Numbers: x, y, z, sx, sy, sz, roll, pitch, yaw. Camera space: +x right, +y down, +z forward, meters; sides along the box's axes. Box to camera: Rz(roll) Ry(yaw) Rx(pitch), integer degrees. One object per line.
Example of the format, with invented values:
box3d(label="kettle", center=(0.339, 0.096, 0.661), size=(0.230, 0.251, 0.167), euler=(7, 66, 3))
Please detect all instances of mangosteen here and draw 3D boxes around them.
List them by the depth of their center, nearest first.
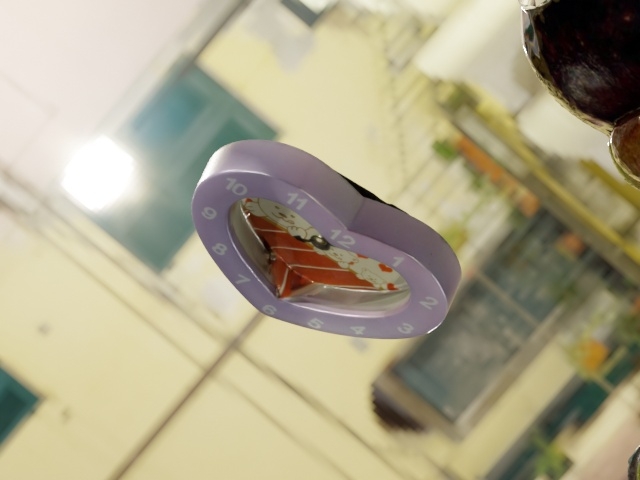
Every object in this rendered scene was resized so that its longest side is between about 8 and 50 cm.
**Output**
box3d(label="mangosteen", center=(0.267, -0.153, 1.385), size=(0.233, 0.287, 0.287), euler=(36, -172, -21))

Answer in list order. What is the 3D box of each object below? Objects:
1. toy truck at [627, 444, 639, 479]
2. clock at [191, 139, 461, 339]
box3d(label="toy truck", center=(0.206, 0.097, 0.710), size=(0.085, 0.116, 0.191), euler=(27, -167, -42))
box3d(label="clock", center=(0.000, 0.000, 1.422), size=(0.198, 0.064, 0.172), euler=(31, 148, -8))
